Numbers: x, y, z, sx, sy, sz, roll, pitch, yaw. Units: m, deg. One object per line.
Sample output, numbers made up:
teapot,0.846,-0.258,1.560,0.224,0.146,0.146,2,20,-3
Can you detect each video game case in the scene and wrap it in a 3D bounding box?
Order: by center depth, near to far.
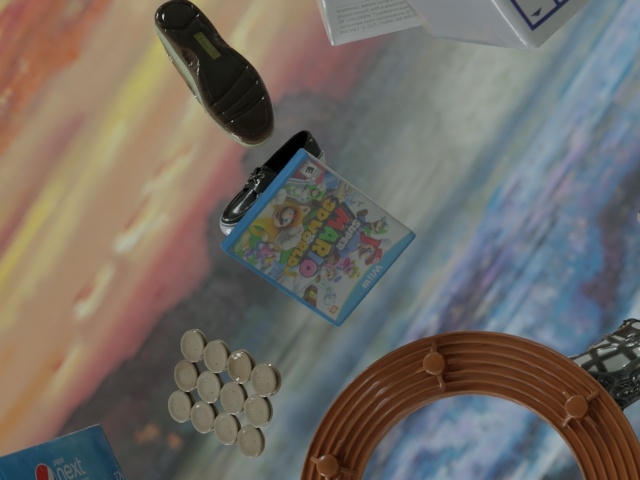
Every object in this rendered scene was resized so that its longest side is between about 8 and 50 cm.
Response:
video game case,0.000,0.000,1.749,0.119,0.015,0.166,-50,-51,5

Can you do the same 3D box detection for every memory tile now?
memory tile,-0.108,0.169,2.082,0.012,0.148,0.113,-6,-67,-50

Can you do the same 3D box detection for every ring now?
ring,0.135,0.248,1.704,0.336,0.337,0.032,-56,-21,1

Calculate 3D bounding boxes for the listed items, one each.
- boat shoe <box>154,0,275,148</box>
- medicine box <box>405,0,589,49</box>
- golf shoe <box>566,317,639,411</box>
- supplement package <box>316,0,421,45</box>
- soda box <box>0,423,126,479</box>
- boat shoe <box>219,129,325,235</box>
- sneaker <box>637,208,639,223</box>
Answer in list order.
boat shoe,-0.106,-0.162,1.918,0.068,0.190,0.072,-24,-24,-17
medicine box,0.136,-0.315,1.218,0.289,0.263,0.149,-42,19,-11
golf shoe,0.300,0.128,1.889,0.077,0.198,0.094,60,-143,-35
supplement package,0.053,-0.335,1.486,0.177,0.175,0.293,-104,0,-61
soda box,-0.254,0.223,1.678,0.067,0.071,0.210,-26,-6,17
boat shoe,-0.054,-0.060,1.917,0.142,0.049,0.040,-42,-53,-24
sneaker,0.479,-0.064,1.955,0.321,0.124,0.180,3,-65,-35
